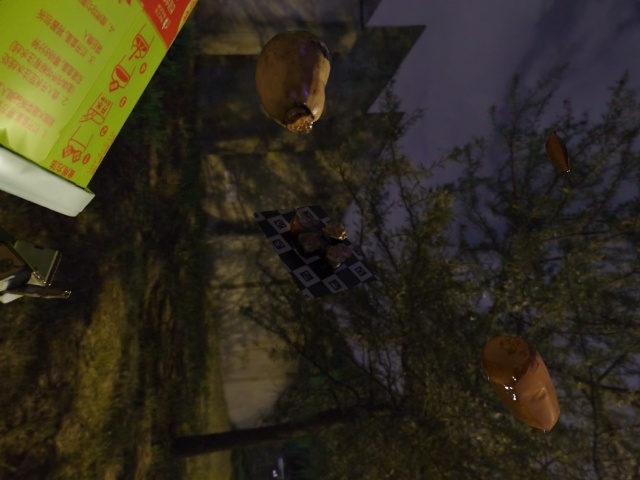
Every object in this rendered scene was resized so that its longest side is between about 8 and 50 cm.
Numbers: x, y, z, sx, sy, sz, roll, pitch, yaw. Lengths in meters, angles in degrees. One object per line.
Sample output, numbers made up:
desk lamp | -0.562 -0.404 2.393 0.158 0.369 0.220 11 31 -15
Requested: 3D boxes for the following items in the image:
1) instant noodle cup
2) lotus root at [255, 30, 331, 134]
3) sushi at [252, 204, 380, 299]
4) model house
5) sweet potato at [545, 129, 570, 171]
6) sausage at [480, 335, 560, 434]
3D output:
instant noodle cup | -0.252 -0.223 0.405 0.307 0.294 0.294 -56 -174 -7
lotus root | -0.050 -0.322 0.932 0.140 0.155 0.256 38 35 -45
sushi | 0.000 0.000 0.882 0.210 0.193 0.040 54 -48 25
model house | -0.818 0.078 1.351 0.204 0.279 0.218 92 3 -62
sweet potato | 0.432 -0.162 0.866 0.034 0.034 0.095 100 -10 -57
sausage | 0.417 0.309 0.967 0.328 0.112 0.112 55 11 -35
